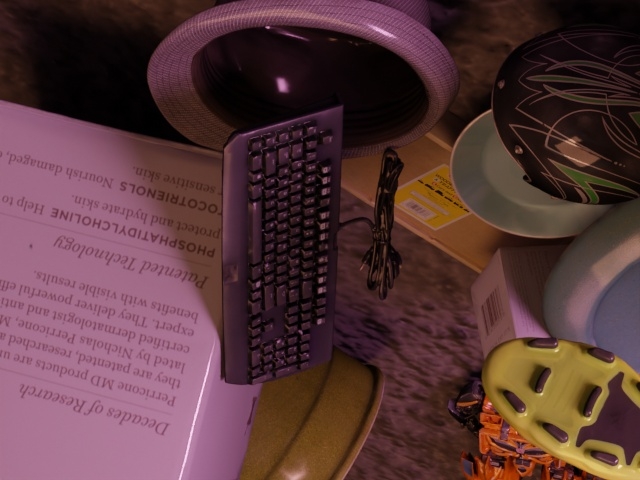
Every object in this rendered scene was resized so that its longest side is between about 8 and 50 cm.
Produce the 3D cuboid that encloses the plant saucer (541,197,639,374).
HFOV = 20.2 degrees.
[{"bbox_3d":[0.371,0.044,1.718,0.318,0.043,0.317,-9,143,-7],"label":"plant saucer"}]

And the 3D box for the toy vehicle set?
[{"bbox_3d":[0.129,-0.057,1.843,0.267,0.035,0.166,32,149,-23],"label":"toy vehicle set"}]

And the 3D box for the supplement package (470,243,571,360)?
[{"bbox_3d":[0.261,0.070,1.852,0.179,0.105,0.105,-3,155,-15],"label":"supplement package"}]

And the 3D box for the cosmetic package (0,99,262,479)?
[{"bbox_3d":[-0.231,0.094,1.854,0.327,0.393,0.329,14,176,8],"label":"cosmetic package"}]

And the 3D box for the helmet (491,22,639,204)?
[{"bbox_3d":[0.238,-0.110,1.557,0.169,0.169,0.161,9,166,17],"label":"helmet"}]

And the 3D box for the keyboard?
[{"bbox_3d":[0.000,0.000,1.649,0.033,0.201,0.317,47,149,37],"label":"keyboard"}]

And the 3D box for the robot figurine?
[{"bbox_3d":[0.268,0.273,2.289,0.211,0.085,0.291,9,150,15],"label":"robot figurine"}]

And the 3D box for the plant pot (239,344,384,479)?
[{"bbox_3d":[-0.172,0.200,2.193,0.353,0.366,0.366,38,148,-11],"label":"plant pot"}]

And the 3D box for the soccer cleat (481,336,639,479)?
[{"bbox_3d":[0.252,0.156,1.341,0.289,0.093,0.121,20,159,2],"label":"soccer cleat"}]

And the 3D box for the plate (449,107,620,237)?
[{"bbox_3d":[0.219,-0.075,1.734,0.188,0.024,0.188,4,136,4],"label":"plate"}]

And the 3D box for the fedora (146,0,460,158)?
[{"bbox_3d":[-0.010,-0.180,1.614,0.275,0.124,0.243,-3,148,19],"label":"fedora"}]
